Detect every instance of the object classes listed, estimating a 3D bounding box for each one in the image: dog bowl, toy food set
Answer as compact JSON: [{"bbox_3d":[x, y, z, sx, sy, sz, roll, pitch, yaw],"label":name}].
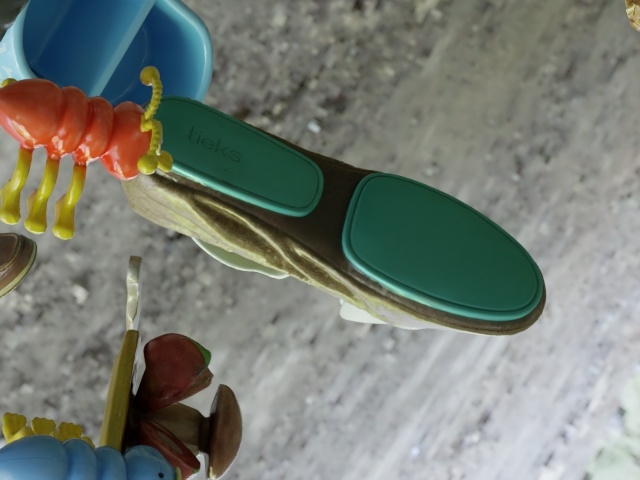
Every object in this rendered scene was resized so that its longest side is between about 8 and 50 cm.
[{"bbox_3d":[-0.194,-0.173,1.347,0.166,0.074,0.297,-60,149,-4],"label":"dog bowl"},{"bbox_3d":[-0.077,0.118,0.793,0.128,0.071,0.217,108,-11,-66],"label":"toy food set"}]

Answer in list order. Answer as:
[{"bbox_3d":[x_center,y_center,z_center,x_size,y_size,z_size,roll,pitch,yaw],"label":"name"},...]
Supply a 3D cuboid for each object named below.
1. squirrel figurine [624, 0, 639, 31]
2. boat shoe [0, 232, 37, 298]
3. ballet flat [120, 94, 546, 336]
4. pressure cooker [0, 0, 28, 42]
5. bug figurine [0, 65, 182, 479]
[{"bbox_3d":[0.364,-0.075,0.759,0.281,0.370,0.397,-58,137,-23],"label":"squirrel figurine"},{"bbox_3d":[-0.340,0.029,1.435,0.060,0.178,0.064,46,38,-42],"label":"boat shoe"},{"bbox_3d":[0.000,0.000,1.199,0.124,0.342,0.116,117,-8,-55],"label":"ballet flat"},{"bbox_3d":[-0.298,-0.224,0.444,0.420,0.375,0.370,24,104,-45],"label":"pressure cooker"},{"bbox_3d":[-0.155,0.017,0.720,0.216,0.279,0.072,11,147,-30],"label":"bug figurine"}]
